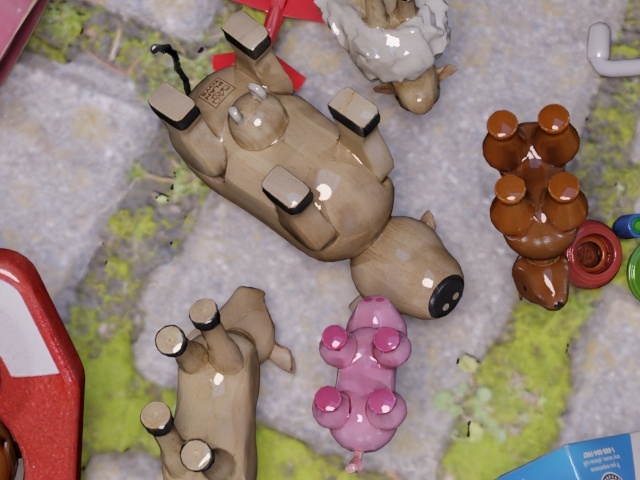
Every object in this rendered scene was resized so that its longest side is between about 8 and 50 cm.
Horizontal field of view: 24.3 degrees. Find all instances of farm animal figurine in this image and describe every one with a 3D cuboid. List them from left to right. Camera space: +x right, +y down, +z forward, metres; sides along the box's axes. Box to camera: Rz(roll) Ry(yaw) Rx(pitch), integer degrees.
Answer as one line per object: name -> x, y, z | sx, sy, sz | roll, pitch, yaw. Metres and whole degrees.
farm animal figurine -> 0.000, 0.000, 0.972 | 0.330, 0.172, 0.326 | -32, 65, -5

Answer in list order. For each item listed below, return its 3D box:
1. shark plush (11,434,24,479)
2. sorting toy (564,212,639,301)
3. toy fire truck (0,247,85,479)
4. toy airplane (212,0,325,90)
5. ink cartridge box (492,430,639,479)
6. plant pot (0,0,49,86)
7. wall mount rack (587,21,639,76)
shark plush -> -0.244, 0.132, 0.963 | 0.161, 0.073, 0.067 | 23, 102, -1
sorting toy -> 0.211, 0.012, 1.043 | 0.102, 0.042, 0.061 | 17, 85, -10
toy fire truck -> -0.273, 0.137, 0.870 | 0.302, 0.169, 0.254 | -21, 106, 5
toy airplane -> -0.036, -0.164, 1.093 | 0.151, 0.028, 0.151 | 1, 70, -4
ink cartridge box -> 0.202, 0.237, 0.902 | 0.134, 0.078, 0.231 | 0, 63, -47
plant pot -> -0.282, -0.167, 0.976 | 0.180, 0.201, 0.201 | 31, 71, -8
wall mount rack -> 0.221, -0.298, 1.047 | 0.130, 0.350, 0.304 | 3, 68, 35
